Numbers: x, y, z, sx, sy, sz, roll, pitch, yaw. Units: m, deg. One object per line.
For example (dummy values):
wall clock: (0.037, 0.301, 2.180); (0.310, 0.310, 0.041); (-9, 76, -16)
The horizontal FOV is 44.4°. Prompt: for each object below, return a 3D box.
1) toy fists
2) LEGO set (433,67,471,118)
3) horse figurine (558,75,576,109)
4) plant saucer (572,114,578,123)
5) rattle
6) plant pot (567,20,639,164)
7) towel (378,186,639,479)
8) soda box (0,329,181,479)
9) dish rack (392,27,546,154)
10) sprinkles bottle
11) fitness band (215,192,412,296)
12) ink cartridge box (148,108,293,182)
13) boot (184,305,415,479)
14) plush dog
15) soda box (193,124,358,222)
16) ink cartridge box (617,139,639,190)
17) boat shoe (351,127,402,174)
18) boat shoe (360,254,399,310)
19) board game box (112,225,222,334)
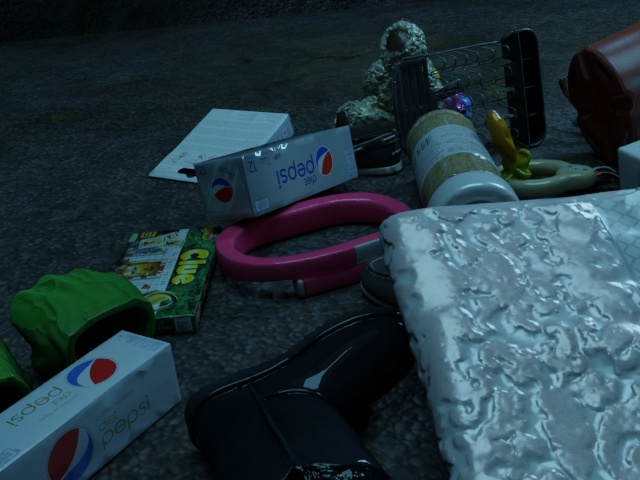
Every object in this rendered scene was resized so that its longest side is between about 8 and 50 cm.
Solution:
toy fists: (-0.314, 0.120, 0.830); (0.279, 0.096, 0.142); (-33, 41, -29)
LEGO set: (0.232, -0.303, 1.627); (0.087, 0.093, 0.227); (-25, 31, -36)
horse figurine: (0.567, -0.249, 1.449); (0.263, 0.066, 0.174); (-2, 45, -11)
plant saucer: (0.588, -0.244, 1.514); (0.192, 0.018, 0.067); (-12, 26, -15)
rattle: (0.364, -0.138, 1.201); (0.200, 0.142, 0.130); (-4, 6, 18)
plant pot: (0.569, -0.260, 1.275); (0.265, 0.272, 0.272); (-20, 26, -4)
towel: (0.238, 0.086, 0.692); (0.317, 0.053, 0.331); (-8, 49, -5)
soda box: (-0.229, 0.171, 0.734); (0.069, 0.074, 0.216); (10, 29, 31)
dish rack: (0.260, -0.248, 1.386); (0.272, 0.208, 0.074); (-15, 14, -18)
sprinkles bottle: (0.199, -0.089, 1.142); (0.121, 0.121, 0.355); (-5, 25, 3)
fitness band: (0.000, 0.000, 1.086); (0.291, 0.054, 0.209); (-15, 24, -21)
ink cartridge box: (-0.186, -0.166, 1.503); (0.189, 0.066, 0.232); (9, 50, 29)
boot: (0.015, 0.162, 0.672); (0.246, 0.094, 0.207); (-21, 25, -16)
plush dog: (0.156, -0.297, 1.531); (0.211, 0.262, 0.225); (22, 28, -20)
soda box: (-0.060, -0.107, 1.208); (0.098, 0.091, 0.286); (-5, 13, 35)
ink cartridge box: (0.542, -0.062, 0.992); (0.197, 0.114, 0.273); (-20, 26, -9)
boat shoe: (0.026, -0.158, 1.384); (0.233, 0.079, 0.084); (-2, 27, 12)
boat shoe: (0.187, 0.046, 0.885); (0.335, 0.095, 0.112); (16, 33, 38)
board game box: (-0.212, 0.049, 1.048); (0.136, 0.030, 0.259); (-3, 25, 1)
